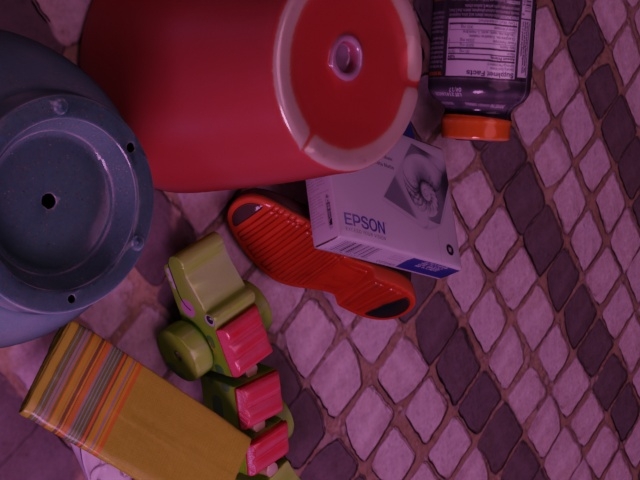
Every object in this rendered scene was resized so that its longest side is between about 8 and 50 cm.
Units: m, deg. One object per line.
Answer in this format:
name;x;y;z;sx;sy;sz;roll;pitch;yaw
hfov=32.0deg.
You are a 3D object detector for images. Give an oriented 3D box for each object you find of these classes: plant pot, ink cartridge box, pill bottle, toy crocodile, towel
plant pot;-0.264;-0.038;0.930;0.293;0.196;0.292;-9;103;-43
plant pot;-0.054;-0.172;1.081;0.275;0.243;0.274;-8;102;-43
ink cartridge box;0.067;-0.080;1.288;0.223;0.045;0.223;13;60;-45
pill bottle;0.202;-0.247;1.401;0.130;0.130;0.245;-3;100;-44
toy crocodile;-0.087;0.155;1.201;0.115;0.105;0.340;-28;115;-38
towel;-0.176;0.181;1.093;0.237;0.021;0.102;38;59;-25

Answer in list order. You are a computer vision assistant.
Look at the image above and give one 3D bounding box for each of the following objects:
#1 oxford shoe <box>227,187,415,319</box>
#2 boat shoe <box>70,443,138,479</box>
oxford shoe;0.000;0.000;1.292;0.271;0.097;0.098;33;41;-36
boat shoe;-0.187;0.245;1.130;0.095;0.084;0.258;-21;111;-40
